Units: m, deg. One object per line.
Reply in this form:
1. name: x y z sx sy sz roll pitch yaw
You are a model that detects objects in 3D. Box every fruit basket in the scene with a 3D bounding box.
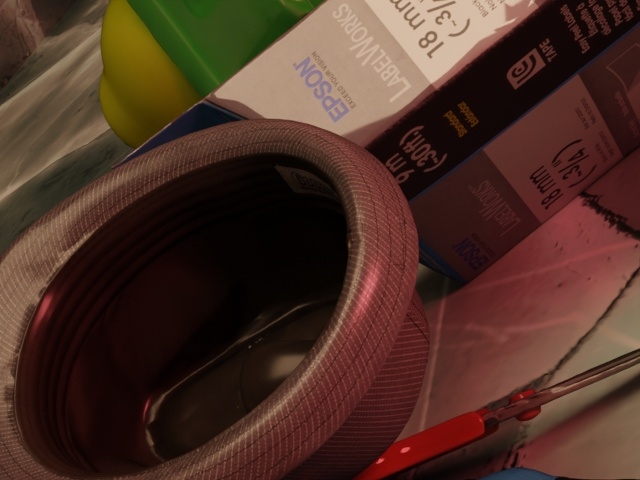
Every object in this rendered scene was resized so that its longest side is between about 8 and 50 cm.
1. fruit basket: -0.054 -0.209 1.272 0.283 0.392 0.392 -36 17 -19

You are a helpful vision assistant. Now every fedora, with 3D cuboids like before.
1. fedora: -0.052 0.063 0.799 0.275 0.124 0.244 -25 46 20

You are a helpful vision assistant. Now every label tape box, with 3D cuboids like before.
1. label tape box: 0.074 -0.074 0.937 0.333 0.240 0.106 -39 62 7

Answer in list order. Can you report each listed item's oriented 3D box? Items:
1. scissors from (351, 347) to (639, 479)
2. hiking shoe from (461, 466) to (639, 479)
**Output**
1. scissors: 0.091 0.098 0.805 0.297 0.021 0.109 -27 -13 28
2. hiking shoe: 0.055 0.170 0.709 0.132 0.113 0.304 -17 0 -29
